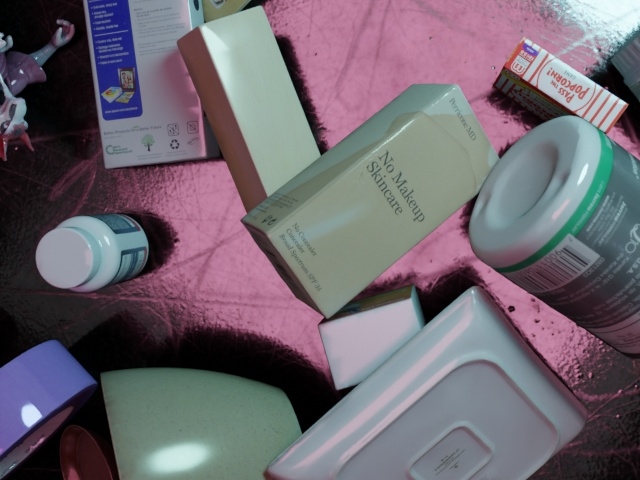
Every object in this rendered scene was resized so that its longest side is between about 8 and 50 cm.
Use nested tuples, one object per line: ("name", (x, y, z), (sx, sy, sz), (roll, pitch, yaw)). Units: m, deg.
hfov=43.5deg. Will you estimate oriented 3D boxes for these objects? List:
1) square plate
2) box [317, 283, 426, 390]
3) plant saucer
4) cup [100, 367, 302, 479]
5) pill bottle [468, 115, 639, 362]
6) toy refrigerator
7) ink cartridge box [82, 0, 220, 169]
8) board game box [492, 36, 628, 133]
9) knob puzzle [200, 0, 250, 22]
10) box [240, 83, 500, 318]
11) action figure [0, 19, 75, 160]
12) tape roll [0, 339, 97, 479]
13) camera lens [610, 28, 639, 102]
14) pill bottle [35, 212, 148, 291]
("square plate", (0.163, 0.272, 1.047), (0.347, 0.049, 0.344), (-42, 124, 5))
("box", (0.078, 0.127, 1.092), (0.130, 0.170, 0.091), (-16, 90, 7))
("plant saucer", (-0.338, 0.354, 1.199), (0.168, 0.029, 0.169), (14, 110, 43))
("cup", (-0.146, 0.312, 1.088), (0.236, 0.331, 0.331), (-13, 92, -15))
("pill bottle", (0.379, 0.024, 0.985), (0.361, 0.204, 0.204), (32, 98, -17))
("toy refrigerator", (-0.090, -0.168, 1.102), (0.102, 0.094, 0.270), (-28, 102, -28))
("ink cartridge box", (-0.247, -0.275, 1.154), (0.165, 0.065, 0.333), (-4, 97, 14))
("board game box", (0.300, -0.188, 1.029), (0.146, 0.193, 0.045), (35, 98, 5))
("knob puzzle", (-0.148, -0.428, 1.155), (0.213, 0.030, 0.213), (3, 98, 18))
("box", (0.068, -0.059, 1.041), (0.311, 0.121, 0.148), (-40, 111, -10))
("action figure", (-0.511, -0.279, 1.112), (0.275, 0.248, 0.370), (-19, 88, 10))
("tape roll", (-0.447, 0.265, 1.122), (0.275, 0.275, 0.090), (-44, 88, 8))
("camera lens", (0.529, -0.199, 0.983), (0.219, 0.219, 0.274), (-45, 87, 8))
("pill bottle", (-0.324, 0.017, 1.137), (0.108, 0.180, 0.108), (0, 93, 8))
